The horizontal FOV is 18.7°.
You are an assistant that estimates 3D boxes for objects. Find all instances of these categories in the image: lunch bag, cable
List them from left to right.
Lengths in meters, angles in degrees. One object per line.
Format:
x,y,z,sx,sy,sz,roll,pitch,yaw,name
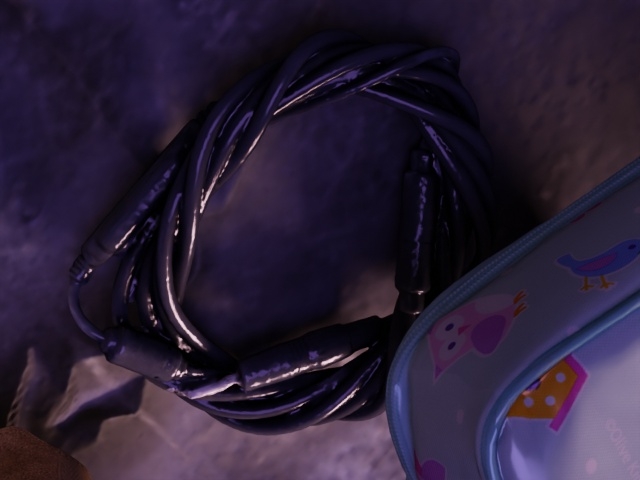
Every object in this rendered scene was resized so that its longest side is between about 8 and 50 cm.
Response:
0.000,0.000,0.778,0.150,0.047,0.184,37,102,-23,cable
0.168,0.103,0.757,0.224,0.108,0.279,-36,115,-16,lunch bag

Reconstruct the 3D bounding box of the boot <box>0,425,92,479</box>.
-0.201,0.183,0.805,0.305,0.115,0.112,-32,125,25,boot
